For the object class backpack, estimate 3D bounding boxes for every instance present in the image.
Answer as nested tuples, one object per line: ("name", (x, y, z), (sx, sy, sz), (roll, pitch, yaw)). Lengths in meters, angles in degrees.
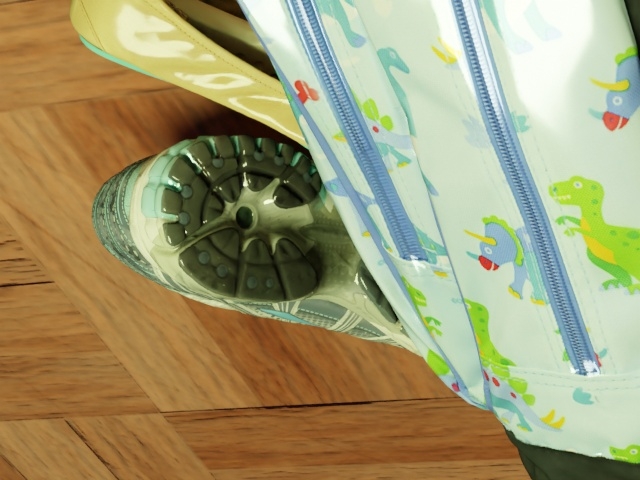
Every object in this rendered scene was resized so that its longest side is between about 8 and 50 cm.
("backpack", (0.103, -0.104, 0.730), (0.273, 0.290, 0.355), (12, 141, 27))

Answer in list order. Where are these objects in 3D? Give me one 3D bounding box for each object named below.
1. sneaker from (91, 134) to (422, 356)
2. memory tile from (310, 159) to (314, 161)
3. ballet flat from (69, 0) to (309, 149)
("sneaker", (0.000, 0.000, 1.045), (0.283, 0.110, 0.122), (18, 169, -36))
("memory tile", (-0.040, -0.008, 1.127), (0.148, 0.012, 0.113), (-3, 142, 22))
("ballet flat", (-0.013, -0.093, 0.947), (0.232, 0.080, 0.073), (21, 130, -14))
